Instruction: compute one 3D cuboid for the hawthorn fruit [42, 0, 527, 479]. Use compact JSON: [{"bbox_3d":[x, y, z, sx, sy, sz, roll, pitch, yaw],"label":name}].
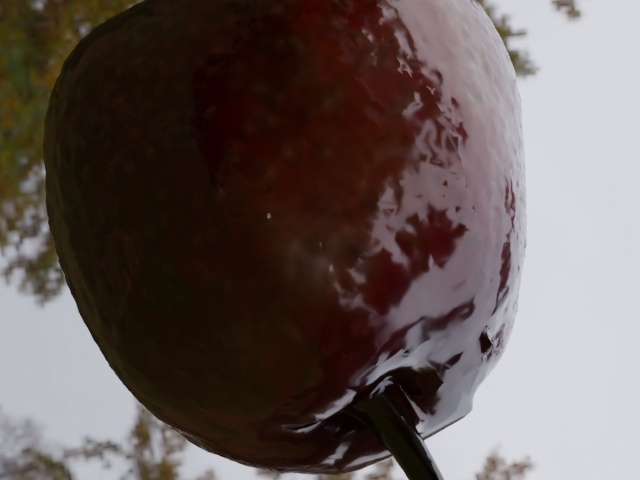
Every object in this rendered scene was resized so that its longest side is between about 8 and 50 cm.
[{"bbox_3d":[0.000,0.000,0.886,0.284,0.285,0.369,112,-36,-46],"label":"hawthorn fruit"}]
